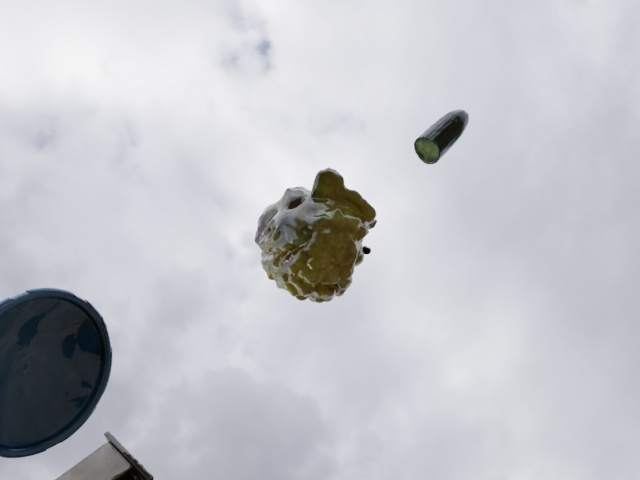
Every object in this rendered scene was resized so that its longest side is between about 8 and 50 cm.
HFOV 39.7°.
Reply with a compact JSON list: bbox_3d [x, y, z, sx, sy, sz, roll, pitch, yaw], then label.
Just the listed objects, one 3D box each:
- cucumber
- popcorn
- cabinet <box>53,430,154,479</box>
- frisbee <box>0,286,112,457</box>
[{"bbox_3d":[0.190,-0.166,1.360,0.105,0.048,0.048,-45,-55,-27],"label":"cucumber"},{"bbox_3d":[-0.002,-0.001,1.392,0.169,0.218,0.189,45,-104,-31],"label":"popcorn"},{"bbox_3d":[-0.318,0.430,1.306,0.175,0.148,0.215,-36,-49,-25],"label":"cabinet"},{"bbox_3d":[-0.398,0.179,1.217,0.242,0.045,0.242,-15,-69,-42],"label":"frisbee"}]
